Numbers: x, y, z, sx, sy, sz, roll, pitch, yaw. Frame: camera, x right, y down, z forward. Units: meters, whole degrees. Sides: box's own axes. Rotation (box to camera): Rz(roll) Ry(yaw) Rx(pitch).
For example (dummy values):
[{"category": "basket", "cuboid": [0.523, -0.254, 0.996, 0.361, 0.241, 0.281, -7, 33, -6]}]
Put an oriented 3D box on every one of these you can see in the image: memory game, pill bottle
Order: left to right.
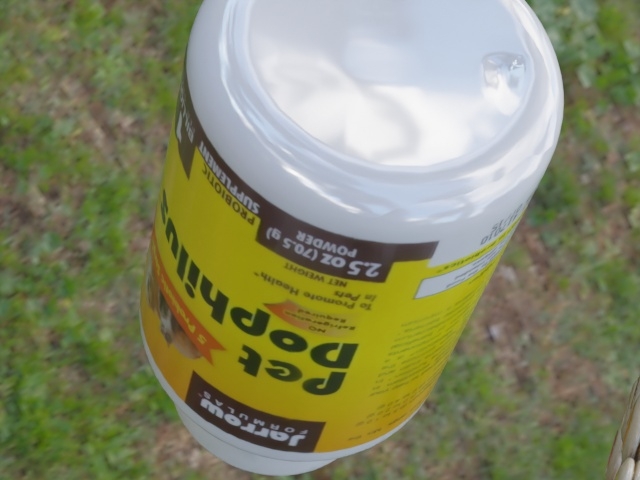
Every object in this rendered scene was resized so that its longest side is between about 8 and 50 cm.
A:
[{"category": "pill bottle", "cuboid": [0.000, 0.000, 0.594, 0.117, 0.215, 0.117, 6, 57, -9]}, {"category": "memory game", "cuboid": [0.132, 0.145, 0.809, 0.012, 0.186, 0.186, 16, 52, 9]}]
